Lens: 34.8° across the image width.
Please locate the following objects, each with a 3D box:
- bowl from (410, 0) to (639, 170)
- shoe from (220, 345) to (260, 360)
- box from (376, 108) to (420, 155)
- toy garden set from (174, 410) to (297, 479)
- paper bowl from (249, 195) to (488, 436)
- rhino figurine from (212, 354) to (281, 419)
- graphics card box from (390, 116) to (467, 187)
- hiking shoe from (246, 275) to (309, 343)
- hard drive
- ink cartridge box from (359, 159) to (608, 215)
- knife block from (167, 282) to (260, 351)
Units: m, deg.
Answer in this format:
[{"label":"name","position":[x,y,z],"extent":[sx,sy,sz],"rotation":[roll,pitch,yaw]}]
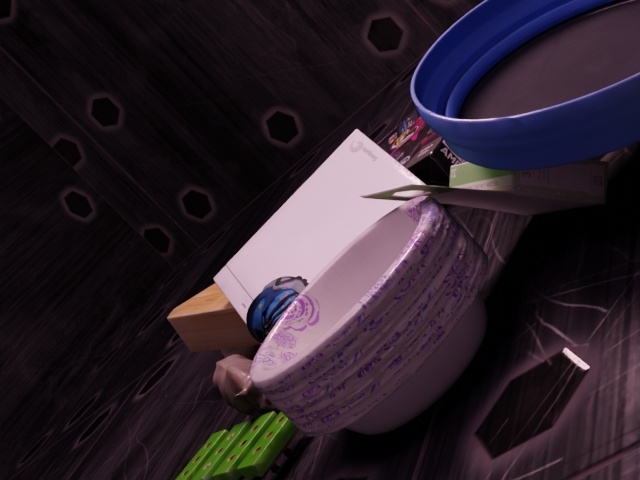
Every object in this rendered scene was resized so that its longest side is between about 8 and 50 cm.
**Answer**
[{"label":"bowl","position":[0.288,-0.209,1.097],"extent":[0.391,0.077,0.391],"rotation":[-24,27,13]},{"label":"shoe","position":[-0.115,0.149,1.919],"extent":[0.076,0.058,0.219],"rotation":[-34,15,49]},{"label":"box","position":[0.130,-0.145,2.126],"extent":[0.293,0.073,0.295],"rotation":[-41,10,13]},{"label":"toy garden set","position":[-0.126,0.317,1.311],"extent":[0.244,0.049,0.204],"rotation":[-30,15,52]},{"label":"paper bowl","position":[0.068,0.098,1.123],"extent":[0.284,0.148,0.284],"rotation":[-42,11,10]},{"label":"rhino figurine","position":[-0.093,0.211,1.428],"extent":[0.073,0.106,0.243],"rotation":[-47,10,-12]},{"label":"graphics card box","position":[0.231,-0.185,1.804],"extent":[0.233,0.094,0.371],"rotation":[-31,18,52]},{"label":"hiking shoe","position":[-0.043,0.124,1.416],"extent":[0.132,0.113,0.304],"rotation":[-35,13,-27]},{"label":"hard drive","position":[0.000,0.000,1.649],"extent":[0.353,0.047,0.233],"rotation":[-46,40,2]},{"label":"ink cartridge box","position":[0.184,-0.069,1.177],"extent":[0.171,0.235,0.056],"rotation":[172,105,-73]},{"label":"knife block","position":[-0.124,0.131,1.772],"extent":[0.275,0.088,0.242],"rotation":[-32,20,1]}]
